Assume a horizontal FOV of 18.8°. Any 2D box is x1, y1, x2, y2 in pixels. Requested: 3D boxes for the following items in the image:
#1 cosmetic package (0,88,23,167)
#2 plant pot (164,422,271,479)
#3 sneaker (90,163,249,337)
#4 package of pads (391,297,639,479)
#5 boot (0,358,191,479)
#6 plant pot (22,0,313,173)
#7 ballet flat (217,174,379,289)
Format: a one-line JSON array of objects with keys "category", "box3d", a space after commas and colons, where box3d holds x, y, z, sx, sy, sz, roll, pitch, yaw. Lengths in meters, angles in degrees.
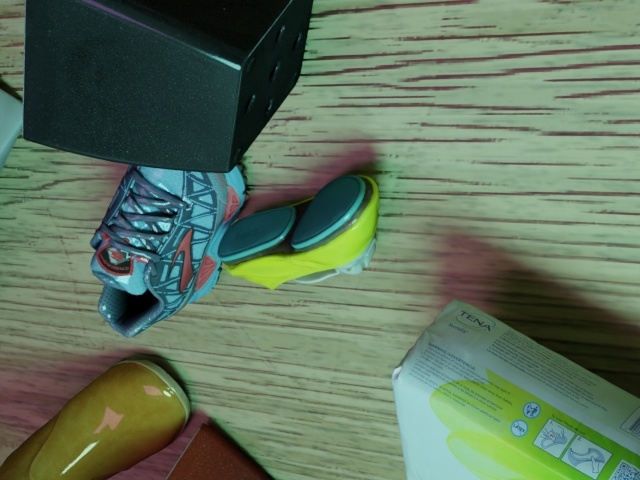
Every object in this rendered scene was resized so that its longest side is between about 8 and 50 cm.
[{"category": "cosmetic package", "box3d": [-0.462, 0.012, 1.943, 0.161, 0.230, 0.453, 32, 145, -5]}, {"category": "plant pot", "box3d": [-0.108, 0.397, 1.949, 0.235, 0.267, 0.267, 31, 143, 3]}, {"category": "sneaker", "box3d": [-0.141, -0.005, 1.692, 0.104, 0.125, 0.262, 33, 143, 20]}, {"category": "package of pads", "box3d": [0.175, 0.194, 1.528, 0.229, 0.101, 0.296, 29, 153, 25]}, {"category": "boot", "box3d": [-0.266, 0.238, 1.986, 0.104, 0.211, 0.295, 50, 145, -4]}, {"category": "plant pot", "box3d": [-0.107, -0.161, 1.474, 0.167, 0.188, 0.187, 25, 140, 10]}, {"category": "ballet flat", "box3d": [0.000, 0.000, 1.605, 0.077, 0.077, 0.231, 37, 153, -22]}]
